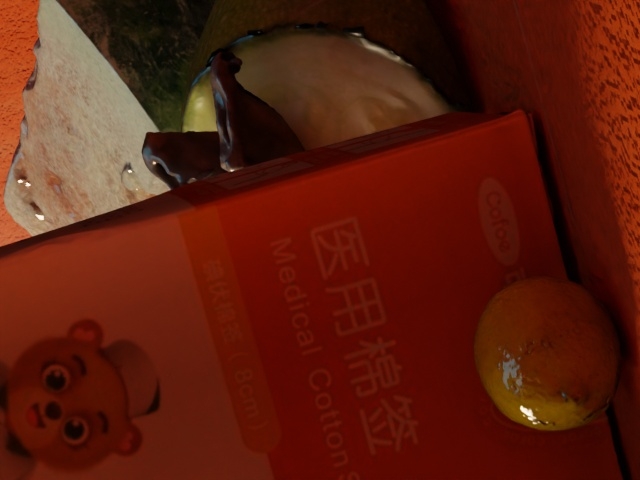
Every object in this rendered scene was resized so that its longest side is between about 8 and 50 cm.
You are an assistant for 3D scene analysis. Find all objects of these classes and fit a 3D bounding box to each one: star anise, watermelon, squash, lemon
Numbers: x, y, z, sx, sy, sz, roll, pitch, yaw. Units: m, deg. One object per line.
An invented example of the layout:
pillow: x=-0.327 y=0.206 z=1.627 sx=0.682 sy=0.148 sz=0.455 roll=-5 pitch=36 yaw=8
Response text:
star anise: x=-0.010 y=0.007 z=1.049 sx=0.172 sy=0.208 sz=0.063 roll=-47 pitch=13 yaw=48
watermelon: x=-0.098 y=-0.062 z=1.339 sx=0.387 sy=0.258 sz=0.228 roll=47 pitch=-148 yaw=-39
squash: x=0.030 y=-0.121 z=1.144 sx=0.260 sy=0.189 sz=0.189 roll=-67 pitch=-29 yaw=-49
lemon: x=0.095 y=0.046 z=0.823 sx=0.083 sy=0.062 sz=0.062 roll=-111 pitch=6 yaw=-61

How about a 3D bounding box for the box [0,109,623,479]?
box: x=-0.042 y=0.087 z=0.908 sx=0.143 sy=0.341 sz=0.224 roll=-172 pitch=67 yaw=-78
